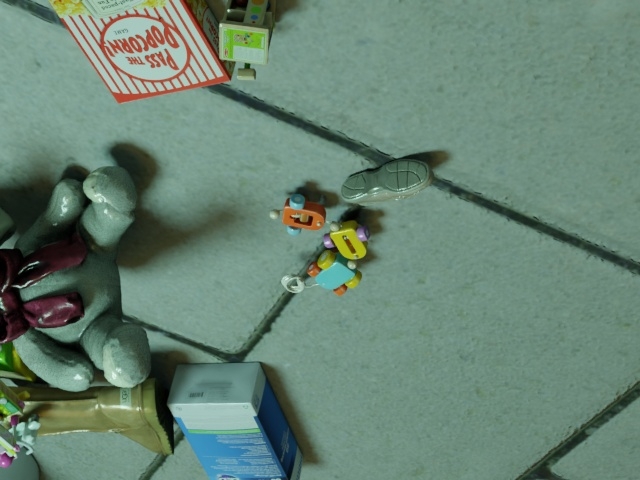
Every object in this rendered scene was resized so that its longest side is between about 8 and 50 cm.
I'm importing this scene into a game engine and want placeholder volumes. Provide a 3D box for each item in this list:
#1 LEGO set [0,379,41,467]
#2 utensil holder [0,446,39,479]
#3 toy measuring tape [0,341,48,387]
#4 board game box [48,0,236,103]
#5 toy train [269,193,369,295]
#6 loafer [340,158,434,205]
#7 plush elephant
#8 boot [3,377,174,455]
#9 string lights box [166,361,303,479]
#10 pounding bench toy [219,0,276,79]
[{"bbox_3d":[-0.492,0.226,1.856,0.287,0.107,0.132,28,121,-33],"label":"LEGO set"},{"bbox_3d":[-0.653,0.512,2.263,0.328,0.385,0.327,6,141,5],"label":"utensil holder"},{"bbox_3d":[-0.436,0.146,2.024,0.121,0.121,0.330,7,164,4],"label":"toy measuring tape"},{"bbox_3d":[-0.197,-0.242,1.519,0.147,0.045,0.193,-9,137,23],"label":"board game box"},{"bbox_3d":[0.000,0.000,1.770,0.125,0.046,0.166,8,138,5],"label":"toy train"},{"bbox_3d":[0.085,-0.067,1.676,0.125,0.045,0.039,-11,154,34],"label":"loafer"},{"bbox_3d":[-0.384,0.060,1.750,0.255,0.272,0.330,0,172,-27],"label":"plush elephant"},{"bbox_3d":[-0.360,0.261,2.075,0.269,0.089,0.236,-4,151,2],"label":"boot"},{"bbox_3d":[-0.125,0.291,2.120,0.133,0.076,0.259,-2,139,16],"label":"string lights box"},{"bbox_3d":[-0.077,-0.221,1.502,0.052,0.065,0.083,8,141,2],"label":"pounding bench toy"}]
